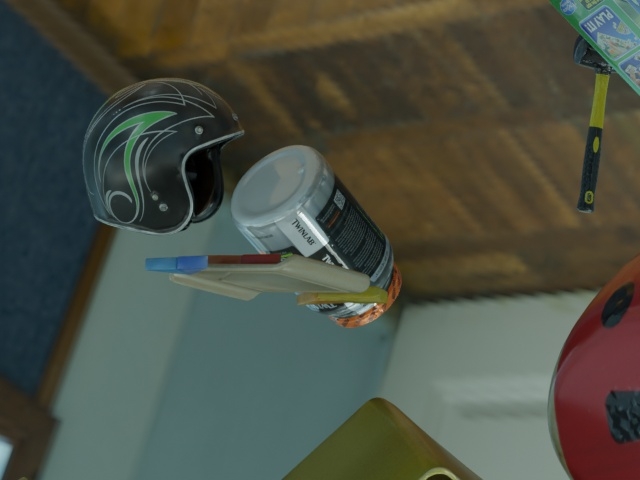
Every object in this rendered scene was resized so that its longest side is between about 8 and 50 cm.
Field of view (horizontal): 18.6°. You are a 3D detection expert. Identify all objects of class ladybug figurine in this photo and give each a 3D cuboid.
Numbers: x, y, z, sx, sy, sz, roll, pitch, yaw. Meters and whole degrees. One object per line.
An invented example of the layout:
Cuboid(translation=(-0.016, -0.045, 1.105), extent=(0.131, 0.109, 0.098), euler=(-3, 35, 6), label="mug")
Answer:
Cuboid(translation=(0.320, 0.121, 1.506), extent=(0.162, 0.305, 0.449), euler=(-5, 170, -27), label="ladybug figurine")

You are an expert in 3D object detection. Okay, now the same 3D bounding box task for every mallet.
Cuboid(translation=(0.276, -0.125, 2.016), extent=(0.062, 0.190, 0.039), euler=(18, 170, -13), label="mallet")

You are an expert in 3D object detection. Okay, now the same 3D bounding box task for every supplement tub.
Cuboid(translation=(0.000, 0.000, 2.059), extent=(0.117, 0.117, 0.190), euler=(-8, 136, 38), label="supplement tub")

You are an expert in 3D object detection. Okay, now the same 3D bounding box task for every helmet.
Cuboid(translation=(-0.169, -0.095, 2.092), extent=(0.169, 0.161, 0.169), euler=(8, -170, -1), label="helmet")

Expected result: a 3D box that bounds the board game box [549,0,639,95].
Cuboid(translation=(0.328, -0.174, 1.547), extent=(0.213, 0.046, 0.317), euler=(46, 160, -3), label="board game box")

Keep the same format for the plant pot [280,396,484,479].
Cuboid(translation=(0.065, 0.264, 1.701), extent=(0.212, 0.187, 0.212), euler=(-43, 121, 10), label="plant pot")

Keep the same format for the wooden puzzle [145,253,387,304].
Cuboid(translation=(-0.023, 0.016, 0.914), extent=(0.078, 0.014, 0.116), euler=(-4, 168, 28), label="wooden puzzle")

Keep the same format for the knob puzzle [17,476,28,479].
Cuboid(translation=(-0.321, 0.356, 1.924), extent=(0.213, 0.213, 0.030), euler=(18, 152, -2), label="knob puzzle")
